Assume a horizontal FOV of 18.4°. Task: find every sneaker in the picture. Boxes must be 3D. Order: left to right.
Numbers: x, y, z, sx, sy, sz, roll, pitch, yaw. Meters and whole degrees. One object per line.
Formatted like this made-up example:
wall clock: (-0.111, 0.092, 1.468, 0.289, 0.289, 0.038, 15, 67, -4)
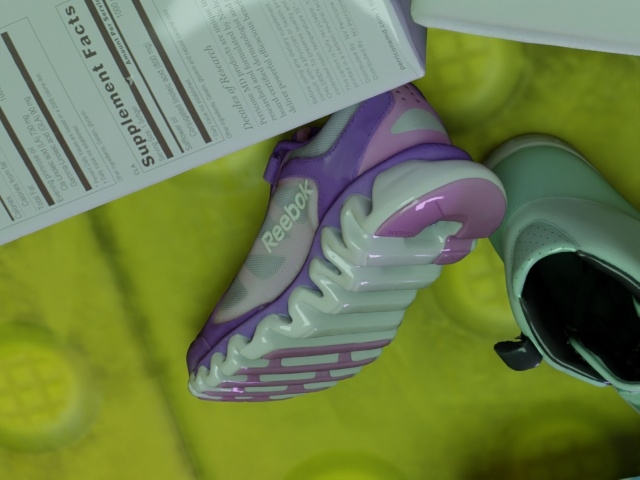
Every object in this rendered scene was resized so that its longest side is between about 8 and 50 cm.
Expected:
sneaker: (0.000, 0.000, 1.028, 0.095, 0.104, 0.236, -1, 147, -39)
sneaker: (0.178, 0.067, 1.010, 0.256, 0.151, 0.094, 40, 110, -16)

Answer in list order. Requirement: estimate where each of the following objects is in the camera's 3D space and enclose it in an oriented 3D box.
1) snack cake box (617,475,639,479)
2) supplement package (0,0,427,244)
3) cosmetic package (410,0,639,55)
snack cake box: (0.207, 0.187, 1.065, 0.264, 0.089, 0.152, -14, 147, 10)
supplement package: (-0.085, -0.113, 0.945, 0.244, 0.139, 0.134, -21, 112, 14)
cosmetic package: (0.145, -0.321, 0.782, 0.161, 0.230, 0.453, 7, 115, 0)
